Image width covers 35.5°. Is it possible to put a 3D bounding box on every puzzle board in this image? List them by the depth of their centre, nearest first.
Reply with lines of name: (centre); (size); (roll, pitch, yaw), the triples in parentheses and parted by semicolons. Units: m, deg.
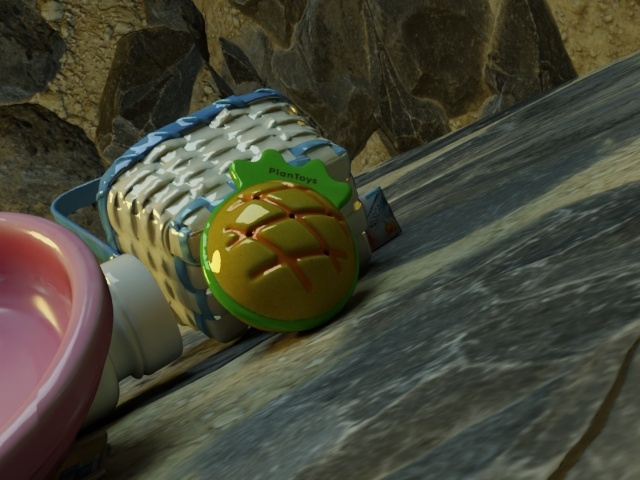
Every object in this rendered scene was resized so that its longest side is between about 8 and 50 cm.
puzzle board: (-0.182, 0.161, 0.646); (0.096, 0.011, 0.128); (-26, 5, -11)

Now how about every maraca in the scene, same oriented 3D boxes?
maraca: (-0.030, -0.004, 0.800); (0.099, 0.127, 0.185); (114, 167, -47)

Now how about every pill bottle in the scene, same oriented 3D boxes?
pill bottle: (-0.236, 0.105, 0.814); (0.229, 0.131, 0.131); (-29, 5, -24)

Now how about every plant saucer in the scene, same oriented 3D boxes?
plant saucer: (-0.280, 0.109, 0.623); (0.332, 0.084, 0.332); (-12, 34, 8)

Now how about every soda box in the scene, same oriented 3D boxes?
soda box: (0.000, 0.000, 1.121); (0.183, 0.058, 0.063); (-21, 7, 43)

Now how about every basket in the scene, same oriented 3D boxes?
basket: (-0.110, -0.034, 0.990); (0.255, 0.201, 0.289); (-29, 38, -20)
